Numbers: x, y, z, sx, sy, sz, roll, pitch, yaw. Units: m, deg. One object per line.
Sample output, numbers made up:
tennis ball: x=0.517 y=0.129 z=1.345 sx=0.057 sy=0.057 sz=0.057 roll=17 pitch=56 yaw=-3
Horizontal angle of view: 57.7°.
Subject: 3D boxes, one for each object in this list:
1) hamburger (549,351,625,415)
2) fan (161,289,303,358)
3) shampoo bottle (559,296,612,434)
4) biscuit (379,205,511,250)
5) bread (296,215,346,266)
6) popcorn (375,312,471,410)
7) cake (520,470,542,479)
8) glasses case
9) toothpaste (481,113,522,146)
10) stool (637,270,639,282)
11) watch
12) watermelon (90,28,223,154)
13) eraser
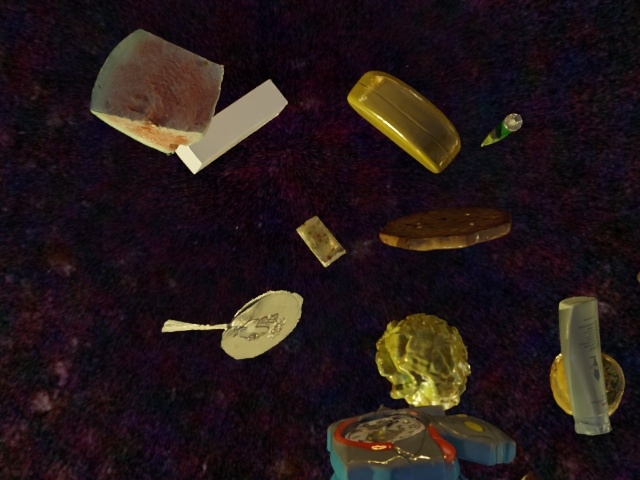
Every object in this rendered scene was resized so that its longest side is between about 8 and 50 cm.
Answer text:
hamburger: x=0.656 y=0.341 z=1.421 sx=0.113 sy=0.177 sz=0.186 roll=4 pitch=85 yaw=-12
fan: x=-0.204 y=0.214 z=1.420 sx=0.414 sy=0.012 sz=0.233 roll=5 pitch=120 yaw=-46
shampoo bottle: x=0.414 y=0.195 z=0.908 sx=0.072 sy=0.049 sz=0.213 roll=-15 pitch=97 yaw=-29
biscuit: x=0.336 y=-0.035 z=1.555 sx=0.358 sy=0.359 sz=0.046 roll=-10 pitch=105 yaw=-2
bread: x=0.000 y=0.000 z=1.494 sx=0.068 sy=0.154 sz=0.028 roll=-37 pitch=141 yaw=-2
popcorn: x=0.291 y=0.349 z=1.636 sx=0.246 sy=0.282 sz=0.282 roll=-23 pitch=100 yaw=27
cake: x=0.358 y=0.523 z=1.076 sx=0.135 sy=0.246 sz=0.112 roll=27 pitch=115 yaw=-9
glasses case: x=0.246 y=-0.362 z=1.693 sx=0.371 sy=0.173 sz=0.141 roll=42 pitch=96 yaw=18
toothpaste: x=0.526 y=-0.319 z=1.670 sx=0.078 sy=0.248 sz=0.047 roll=-38 pitch=88 yaw=-2
stool: x=0.685 y=-0.013 z=0.981 sx=0.271 sy=0.272 sz=0.179 roll=-10 pitch=128 yaw=-2
watch: x=0.160 y=0.411 z=0.909 sx=0.304 sy=0.241 sz=0.275 roll=-4 pitch=90 yaw=-4
watermelon: x=-0.324 y=-0.294 z=1.208 sx=0.201 sy=0.261 sz=0.213 roll=21 pitch=92 yaw=25
eraser: x=-0.216 y=-0.284 z=1.437 sx=0.298 sy=0.076 sz=0.078 roll=-43 pitch=97 yaw=-28
